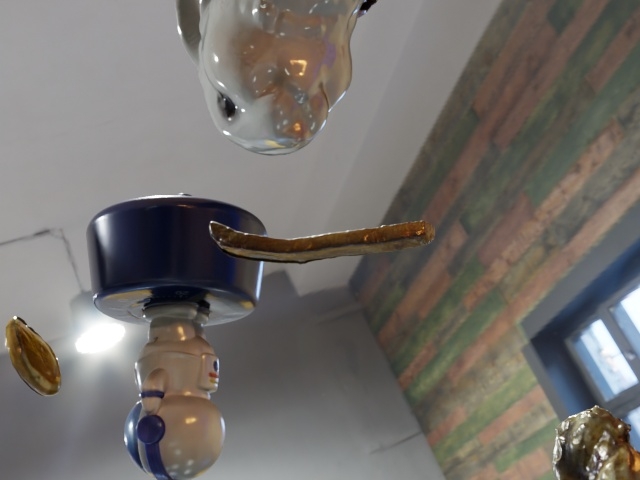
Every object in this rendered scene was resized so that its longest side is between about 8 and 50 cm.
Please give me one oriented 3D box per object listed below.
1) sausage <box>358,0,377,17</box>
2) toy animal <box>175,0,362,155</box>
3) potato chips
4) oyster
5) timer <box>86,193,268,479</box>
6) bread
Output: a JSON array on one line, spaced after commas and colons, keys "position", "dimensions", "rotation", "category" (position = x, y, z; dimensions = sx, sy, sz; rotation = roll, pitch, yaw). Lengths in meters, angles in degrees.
[{"position": [0.024, -0.373, 0.943], "dimensions": [0.152, 0.152, 0.280], "rotation": [-19, -31, -16], "category": "sausage"}, {"position": [-0.041, -0.255, 0.680], "dimensions": [0.194, 0.257, 0.357], "rotation": [-11, -60, -46], "category": "toy animal"}, {"position": [0.000, 0.000, 0.758], "dimensions": [0.204, 0.037, 0.026], "rotation": [-1, -23, 8], "category": "potato chips"}, {"position": [0.285, 0.344, 0.863], "dimensions": [0.078, 0.345, 0.128], "rotation": [8, -14, -32], "category": "oyster"}, {"position": [-0.210, 0.153, 1.217], "dimensions": [0.270, 0.384, 0.270], "rotation": [-1, -20, -1], "category": "timer"}, {"position": [-0.356, 0.144, 1.050], "dimensions": [0.024, 0.110, 0.110], "rotation": [-30, -23, 1], "category": "bread"}]
